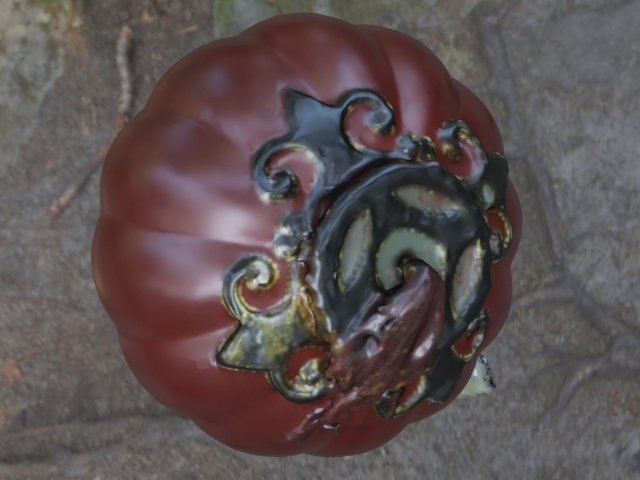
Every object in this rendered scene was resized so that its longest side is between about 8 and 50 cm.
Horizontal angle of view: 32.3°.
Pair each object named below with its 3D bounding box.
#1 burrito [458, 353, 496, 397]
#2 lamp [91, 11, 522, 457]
[{"bbox_3d":[0.068,0.097,0.909,0.063,0.229,0.058,8,82,-23],"label":"burrito"},{"bbox_3d":[0.000,0.000,0.558,0.226,0.227,0.227,-5,54,7],"label":"lamp"}]
